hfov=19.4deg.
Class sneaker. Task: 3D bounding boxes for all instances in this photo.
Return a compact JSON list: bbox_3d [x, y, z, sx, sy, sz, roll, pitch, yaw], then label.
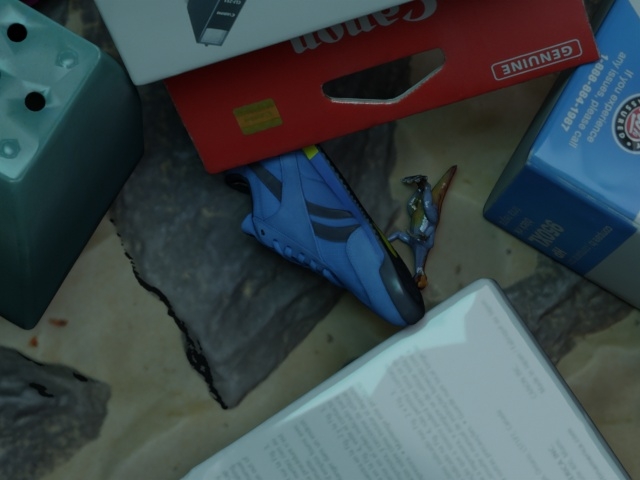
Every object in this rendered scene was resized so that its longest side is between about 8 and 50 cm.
[{"bbox_3d":[0.000,0.000,1.329,0.082,0.069,0.209,-36,52,1],"label":"sneaker"}]

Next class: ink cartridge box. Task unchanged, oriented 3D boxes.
[{"bbox_3d":[0.045,0.255,1.308,0.385,0.091,0.308,-34,83,1],"label":"ink cartridge box"},{"bbox_3d":[0.015,-0.162,1.209,0.296,0.261,0.066,-16,37,10],"label":"ink cartridge box"},{"bbox_3d":[0.365,-0.051,1.377,0.395,0.166,0.285,31,73,1],"label":"ink cartridge box"}]

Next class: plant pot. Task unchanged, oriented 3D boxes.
[{"bbox_3d":[-0.222,-0.071,1.254,0.165,0.234,0.165,30,73,0],"label":"plant pot"}]

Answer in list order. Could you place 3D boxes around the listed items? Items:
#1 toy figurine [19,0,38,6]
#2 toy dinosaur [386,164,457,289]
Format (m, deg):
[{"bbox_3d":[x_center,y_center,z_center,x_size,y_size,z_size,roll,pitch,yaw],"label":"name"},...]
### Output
[{"bbox_3d":[-0.246,-0.246,1.372,0.173,0.130,0.159,-14,87,10],"label":"toy figurine"},{"bbox_3d":[0.080,-0.007,1.388,0.090,0.047,0.082,-16,97,-23],"label":"toy dinosaur"}]
